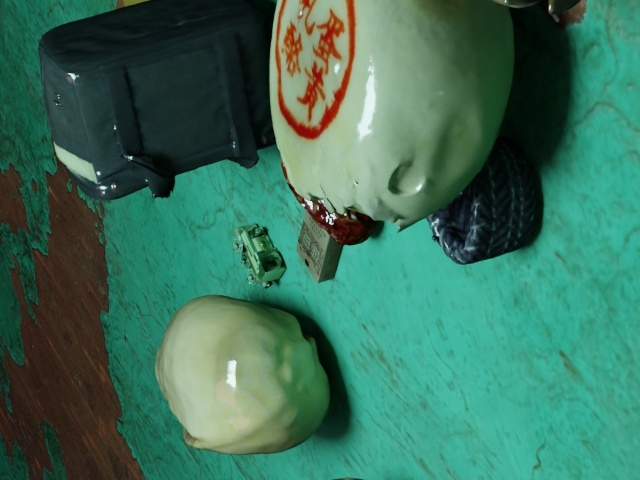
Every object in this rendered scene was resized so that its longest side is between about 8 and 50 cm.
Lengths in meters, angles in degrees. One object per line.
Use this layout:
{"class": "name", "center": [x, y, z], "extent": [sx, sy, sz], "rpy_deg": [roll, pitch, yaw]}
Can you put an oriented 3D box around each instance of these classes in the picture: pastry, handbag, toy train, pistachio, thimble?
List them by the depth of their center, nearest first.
{"class": "pastry", "center": [0.049, -0.140, 1.214], "extent": [0.265, 0.133, 0.265], "rpy_deg": [178, 90, -65]}
{"class": "thimble", "center": [0.136, -0.034, 1.259], "extent": [0.095, 0.066, 0.104], "rpy_deg": [66, 153, 22]}
{"class": "handbag", "center": [-0.174, -0.159, 1.601], "extent": [0.181, 0.254, 0.181], "rpy_deg": [42, 146, 51]}
{"class": "pistachio", "center": [-0.100, 0.161, 1.719], "extent": [0.299, 0.187, 0.188], "rpy_deg": [2, 106, 65]}
{"class": "toy train", "center": [-0.075, 0.015, 1.756], "extent": [0.083, 0.033, 0.053], "rpy_deg": [65, 148, 20]}

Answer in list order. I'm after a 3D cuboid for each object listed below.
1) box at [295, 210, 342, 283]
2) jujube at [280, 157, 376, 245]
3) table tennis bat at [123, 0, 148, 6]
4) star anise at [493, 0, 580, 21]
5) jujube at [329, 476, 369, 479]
{"class": "box", "center": [0.000, 0.000, 1.605], "extent": [0.053, 0.024, 0.083], "rpy_deg": [56, 148, 33]}
{"class": "jujube", "center": [0.011, -0.054, 1.503], "extent": [0.129, 0.077, 0.077], "rpy_deg": [58, 152, 8]}
{"class": "table tennis bat", "center": [-0.192, -0.308, 1.792], "extent": [0.321, 0.050, 0.198], "rpy_deg": [4, 109, 67]}
{"class": "star anise", "center": [0.174, -0.258, 1.027], "extent": [0.220, 0.099, 0.214], "rpy_deg": [-113, 40, -50]}
{"class": "jujube", "center": [0.033, 0.360, 1.582], "extent": [0.190, 0.190, 0.255], "rpy_deg": [62, 159, 24]}
